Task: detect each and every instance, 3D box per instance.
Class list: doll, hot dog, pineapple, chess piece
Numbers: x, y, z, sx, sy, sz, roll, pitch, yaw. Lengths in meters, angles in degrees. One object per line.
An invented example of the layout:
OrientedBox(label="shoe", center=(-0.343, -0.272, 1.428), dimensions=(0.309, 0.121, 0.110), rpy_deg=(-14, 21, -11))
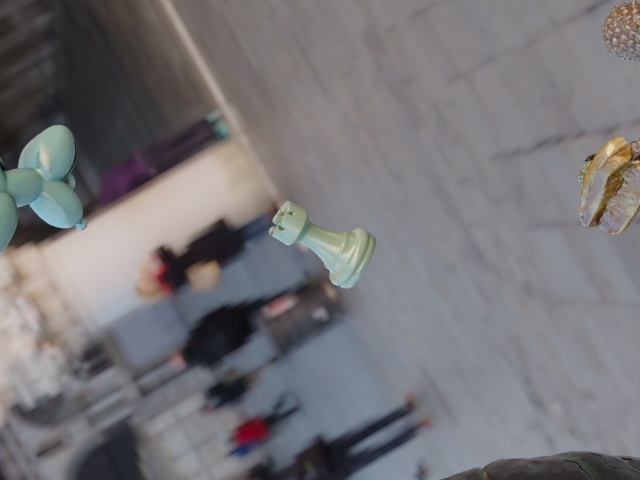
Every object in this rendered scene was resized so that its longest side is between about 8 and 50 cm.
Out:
OrientedBox(label="doll", center=(-0.262, -0.053, 1.594), dimensions=(0.059, 0.158, 0.159), rpy_deg=(-29, 106, 42))
OrientedBox(label="hot dog", center=(0.226, -0.046, 1.471), dimensions=(0.056, 0.041, 0.133), rpy_deg=(17, 155, 1))
OrientedBox(label="pineapple", center=(0.297, -0.181, 1.676), dimensions=(0.058, 0.058, 0.124), rpy_deg=(62, 164, -18))
OrientedBox(label="chess piece", center=(0.000, 0.000, 2.012), dimensions=(0.103, 0.067, 0.067), rpy_deg=(29, -177, -17))

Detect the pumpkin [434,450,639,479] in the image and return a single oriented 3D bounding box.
OrientedBox(label="pumpkin", center=(0.109, 0.229, 0.925), dimensions=(0.248, 0.248, 0.248), rpy_deg=(59, 174, 10))
